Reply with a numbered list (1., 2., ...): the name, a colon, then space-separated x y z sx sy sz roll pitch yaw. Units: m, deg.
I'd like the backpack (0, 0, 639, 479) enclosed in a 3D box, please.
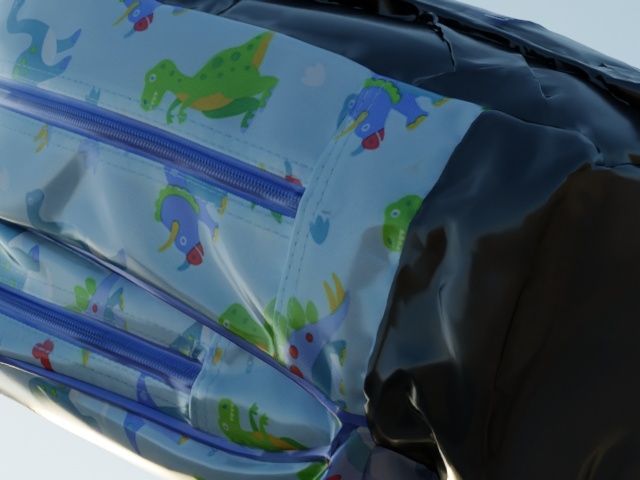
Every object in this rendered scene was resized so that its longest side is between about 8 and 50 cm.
1. backpack: 0.000 0.000 0.769 0.290 0.355 0.273 8 -67 -54
